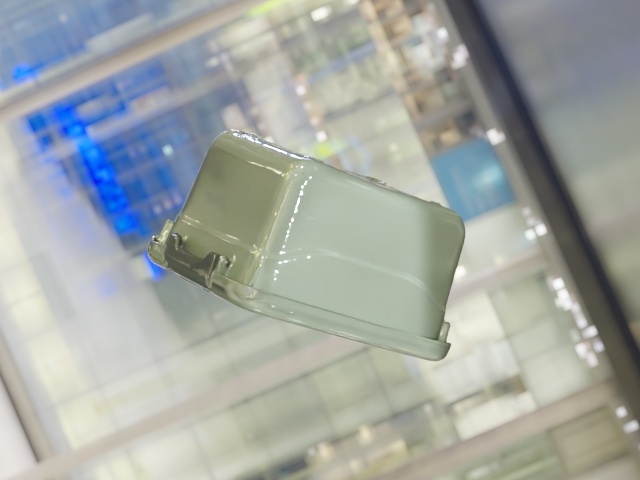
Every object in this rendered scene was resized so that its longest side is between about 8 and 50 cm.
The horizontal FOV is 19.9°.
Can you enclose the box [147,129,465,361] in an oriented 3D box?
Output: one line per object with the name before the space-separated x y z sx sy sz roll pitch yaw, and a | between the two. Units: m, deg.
box | 0.000 0.000 1.078 0.172 0.093 0.124 18 -176 -39
